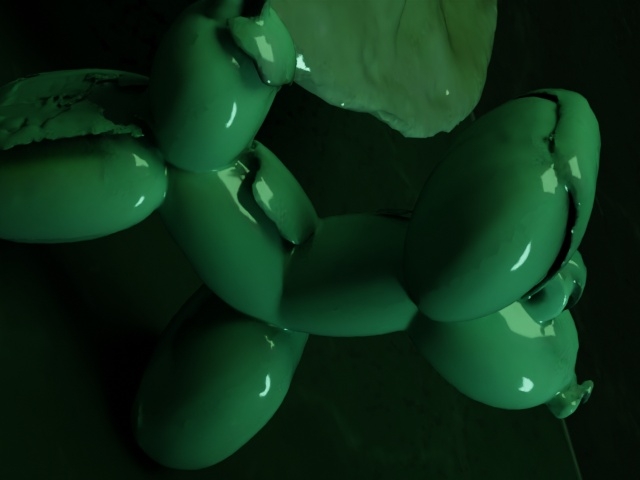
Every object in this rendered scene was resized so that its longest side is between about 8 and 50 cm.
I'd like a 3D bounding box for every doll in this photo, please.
[{"bbox_3d":[0.000,0.000,0.528,0.159,0.158,0.059,51,31,-20],"label":"doll"}]

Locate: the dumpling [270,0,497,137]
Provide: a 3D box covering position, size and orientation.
[{"bbox_3d":[-0.020,-0.153,0.643,0.293,0.163,0.204,10,97,-62],"label":"dumpling"}]
